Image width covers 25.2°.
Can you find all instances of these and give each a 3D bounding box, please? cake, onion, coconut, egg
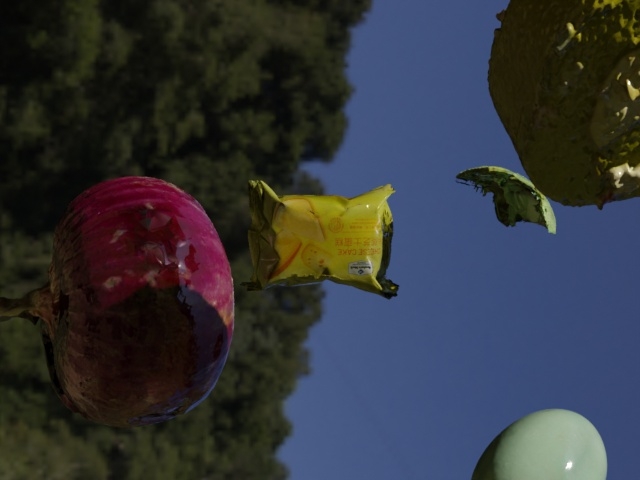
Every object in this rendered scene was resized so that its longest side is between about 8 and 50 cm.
[{"bbox_3d":[0.259,-0.159,1.296,0.156,0.179,0.260,-111,-162,-44],"label":"cake"},{"bbox_3d":[-0.205,0.065,1.610,0.256,0.272,0.230,50,-34,18],"label":"onion"},{"bbox_3d":[0.263,-0.058,1.955,0.055,0.158,0.133,-54,164,-6],"label":"coconut"},{"bbox_3d":[0.295,0.327,1.937,0.168,0.231,0.168,29,-32,20],"label":"egg"}]

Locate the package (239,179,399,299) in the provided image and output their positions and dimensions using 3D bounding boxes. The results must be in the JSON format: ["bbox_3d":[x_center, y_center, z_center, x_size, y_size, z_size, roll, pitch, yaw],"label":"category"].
[{"bbox_3d":[0.000,0.000,2.000,0.090,0.226,0.168,-120,-150,-83],"label":"package"}]
